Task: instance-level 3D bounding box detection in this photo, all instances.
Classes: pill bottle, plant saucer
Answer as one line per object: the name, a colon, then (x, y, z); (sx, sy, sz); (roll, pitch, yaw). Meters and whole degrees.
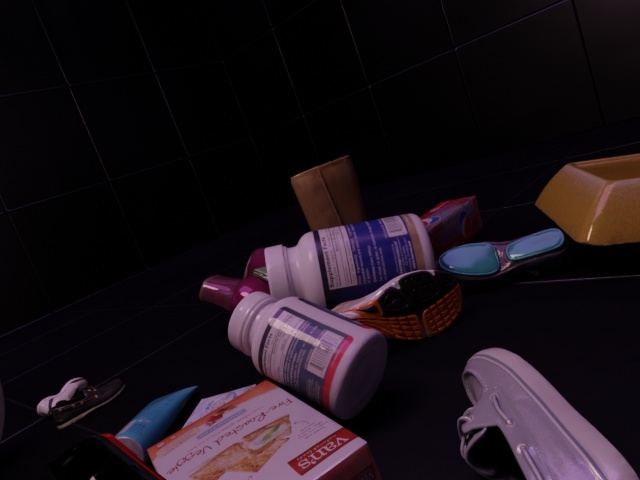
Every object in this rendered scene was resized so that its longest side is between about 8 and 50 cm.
pill bottle: (-0.020, 0.129, 0.633); (0.180, 0.108, 0.108); (20, 32, 32)
plant saucer: (0.533, -0.085, 0.802); (0.332, 0.081, 0.333); (-7, 12, 13)
pill bottle: (0.046, 0.050, 0.871); (0.264, 0.153, 0.153); (-10, 10, -1)

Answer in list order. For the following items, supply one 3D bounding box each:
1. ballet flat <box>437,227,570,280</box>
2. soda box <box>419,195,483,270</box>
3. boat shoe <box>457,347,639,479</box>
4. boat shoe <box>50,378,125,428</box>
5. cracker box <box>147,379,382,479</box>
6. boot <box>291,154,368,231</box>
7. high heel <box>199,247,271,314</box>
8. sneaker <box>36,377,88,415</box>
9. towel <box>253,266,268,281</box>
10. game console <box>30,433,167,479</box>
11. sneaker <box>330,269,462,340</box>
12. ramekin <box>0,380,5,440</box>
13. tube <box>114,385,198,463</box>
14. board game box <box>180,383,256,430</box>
ballet flat: (0.295, 0.035, 0.838); (0.203, 0.074, 0.074); (-15, 11, 22)
soda box: (0.257, -0.016, 1.124); (0.092, 0.083, 0.263); (-10, 13, 42)
boat shoe: (0.152, 0.155, 0.416); (0.081, 0.079, 0.227); (-16, 13, -4)
boat shoe: (-0.420, 0.287, 0.946); (0.049, 0.042, 0.133); (-12, 11, 47)
cracker box: (-0.065, 0.225, 0.504); (0.155, 0.067, 0.232); (-25, 12, -26)
boot: (0.000, 0.000, 0.997); (0.236, 0.270, 0.089); (-25, 9, -29)
high heel: (-0.115, 0.111, 1.240); (0.181, 0.127, 0.377); (14, 18, 18)
sneaker: (-0.491, 0.307, 1.011); (0.043, 0.040, 0.109); (3, 22, 23)
towel: (-0.056, 0.088, 1.123); (0.152, 0.023, 0.113); (20, 14, 26)
game console: (-0.229, 0.294, 0.340); (0.342, 0.060, 0.386); (-44, 18, -32)
sneaker: (0.080, 0.110, 0.773); (0.262, 0.099, 0.121); (-21, 5, -11)
ramekin: (-0.603, 0.261, 0.732); (0.148, 0.303, 0.303); (-10, 11, 7)
tube: (-0.240, 0.257, 0.743); (0.080, 0.052, 0.207); (-14, 5, 4)
board game box: (-0.136, 0.237, 0.712); (0.090, 0.020, 0.090); (-17, 10, 12)
